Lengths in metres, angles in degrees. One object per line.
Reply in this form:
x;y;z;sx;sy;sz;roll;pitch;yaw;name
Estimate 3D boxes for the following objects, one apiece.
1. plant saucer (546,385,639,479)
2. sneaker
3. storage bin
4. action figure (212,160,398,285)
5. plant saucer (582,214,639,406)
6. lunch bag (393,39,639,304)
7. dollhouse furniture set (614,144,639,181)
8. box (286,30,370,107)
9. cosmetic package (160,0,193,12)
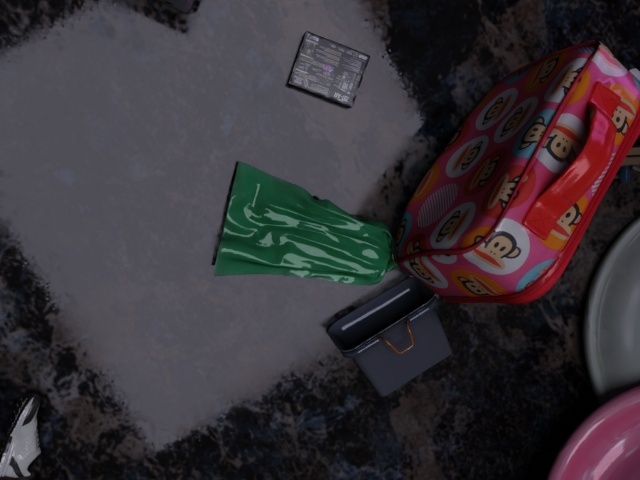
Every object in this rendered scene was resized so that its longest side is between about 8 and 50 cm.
0.404;0.313;0.799;0.084;0.332;0.332;41;89;-31;plant saucer
-0.347;0.229;0.870;0.044;0.040;0.109;19;97;-27;sneaker
0.095;0.124;0.903;0.135;0.098;0.091;-32;110;-5;storage bin
0.000;0.000;0.884;0.232;0.063;0.137;13;92;-7;action figure
0.543;0.125;0.933;0.401;0.100;0.400;0;87;-3;plant saucer
0.219;-0.073;0.793;0.120;0.258;0.293;37;75;-13;lunch bag
0.419;-0.127;0.927;0.184;0.129;0.128;-11;100;-38;dollhouse furniture set
0.010;-0.204;0.886;0.083;0.018;0.067;18;93;-11;box
-0.176;-0.364;0.770;0.151;0.151;0.183;22;92;-10;cosmetic package
